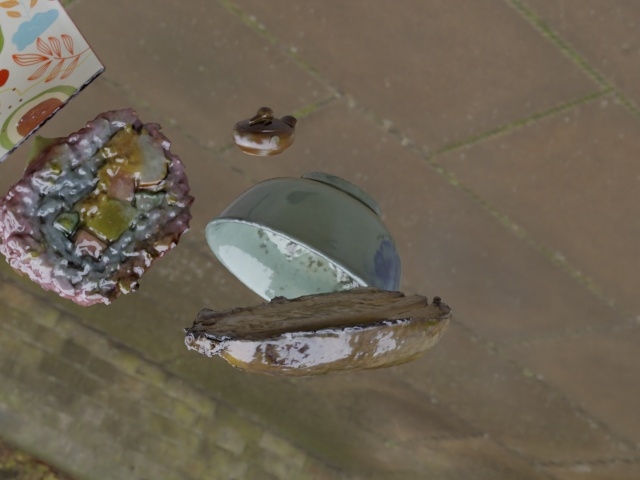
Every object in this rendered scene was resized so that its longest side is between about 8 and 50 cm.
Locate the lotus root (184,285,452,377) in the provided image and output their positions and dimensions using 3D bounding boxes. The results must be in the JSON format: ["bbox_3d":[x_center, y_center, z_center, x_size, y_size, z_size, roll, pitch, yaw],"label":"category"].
[{"bbox_3d":[0.002,0.109,1.218,0.329,0.078,0.167,-5,-171,-40],"label":"lotus root"}]

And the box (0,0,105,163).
[{"bbox_3d":[-0.513,-0.246,1.491,0.122,0.344,0.385,41,170,26],"label":"box"}]

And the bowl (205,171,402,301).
[{"bbox_3d":[0.000,0.000,1.555,0.289,0.146,0.289,26,159,10],"label":"bowl"}]

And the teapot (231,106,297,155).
[{"bbox_3d":[-0.094,-0.193,1.941,0.098,0.129,0.078,24,117,38],"label":"teapot"}]

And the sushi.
[{"bbox_3d":[-0.314,-0.050,1.556,0.236,0.270,0.171,44,163,-11],"label":"sushi"}]
